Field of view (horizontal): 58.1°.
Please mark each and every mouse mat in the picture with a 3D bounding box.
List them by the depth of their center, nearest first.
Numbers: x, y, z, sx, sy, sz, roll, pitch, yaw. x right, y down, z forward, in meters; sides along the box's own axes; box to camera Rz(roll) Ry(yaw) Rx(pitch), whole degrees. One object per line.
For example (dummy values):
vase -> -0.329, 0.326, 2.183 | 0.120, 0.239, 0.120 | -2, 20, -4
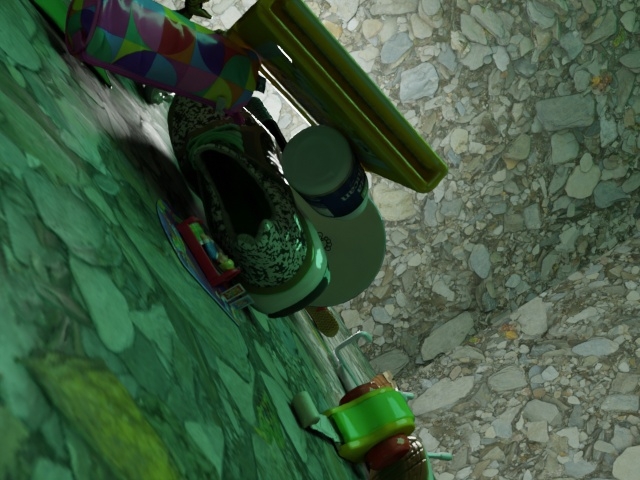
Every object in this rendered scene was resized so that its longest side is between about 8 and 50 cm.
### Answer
mouse mat -> -0.329, -0.288, 0.706 | 0.153, 0.007, 0.190 | 58, 1, 31

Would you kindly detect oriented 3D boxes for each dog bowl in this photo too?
dog bowl -> 0.000, 0.000, 1.169 | 0.265, 0.264, 0.104 | 58, 3, -2

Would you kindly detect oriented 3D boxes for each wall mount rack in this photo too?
wall mount rack -> 0.158, 0.383, 1.335 | 0.304, 0.130, 0.350 | 58, 0, -35

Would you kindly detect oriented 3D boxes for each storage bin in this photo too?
storage bin -> -0.165, -0.186, 1.155 | 0.084, 0.180, 0.122 | 57, -1, 37

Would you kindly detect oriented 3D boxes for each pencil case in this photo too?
pencil case -> -0.181, -0.225, 0.699 | 0.236, 0.104, 0.104 | 15, 32, -42

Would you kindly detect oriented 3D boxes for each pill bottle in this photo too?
pill bottle -> 0.016, -0.084, 0.806 | 0.094, 0.094, 0.169 | 58, 6, 21

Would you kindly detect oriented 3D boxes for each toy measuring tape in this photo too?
toy measuring tape -> 0.062, 0.239, 0.785 | 0.121, 0.121, 0.330 | 58, 0, 33

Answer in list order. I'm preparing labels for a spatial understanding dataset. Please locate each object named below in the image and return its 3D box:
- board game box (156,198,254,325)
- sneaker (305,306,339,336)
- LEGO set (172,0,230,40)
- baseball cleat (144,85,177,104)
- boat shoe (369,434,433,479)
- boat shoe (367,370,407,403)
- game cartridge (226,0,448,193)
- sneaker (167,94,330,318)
board game box -> -0.123, 0.015, 0.656 | 0.169, 0.033, 0.133 | 59, -1, -42
sneaker -> -0.012, 0.181, 1.570 | 0.084, 0.069, 0.186 | 106, -41, -78
LEGO set -> -0.239, -0.392, 0.954 | 0.254, 0.192, 0.331 | 21, 16, -13
baseball cleat -> -0.315, -0.304, 1.070 | 0.109, 0.072, 0.206 | 42, 1, -11
boat shoe -> 0.133, 0.368, 0.915 | 0.096, 0.098, 0.277 | 57, -1, -7
boat shoe -> 0.188, 0.464, 1.668 | 0.307, 0.104, 0.111 | 83, -16, -86
game cartridge -> 0.001, -0.193, 0.769 | 0.285, 0.053, 0.323 | 44, -2, -20
sneaker -> -0.119, -0.101, 0.784 | 0.410, 0.158, 0.182 | 57, -6, 31
